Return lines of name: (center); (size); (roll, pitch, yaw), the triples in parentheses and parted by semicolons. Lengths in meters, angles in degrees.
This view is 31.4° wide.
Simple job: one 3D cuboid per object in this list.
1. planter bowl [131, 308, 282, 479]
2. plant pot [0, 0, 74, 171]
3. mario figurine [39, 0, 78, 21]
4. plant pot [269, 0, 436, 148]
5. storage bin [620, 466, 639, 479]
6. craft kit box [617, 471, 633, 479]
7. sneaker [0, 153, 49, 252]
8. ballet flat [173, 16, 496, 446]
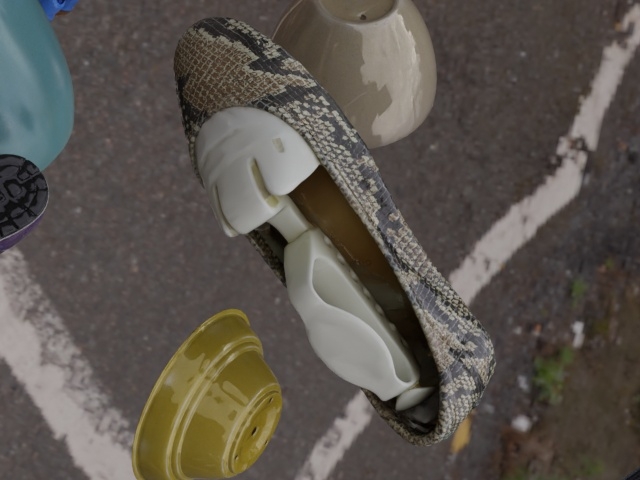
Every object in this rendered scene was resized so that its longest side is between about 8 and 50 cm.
planter bowl: (-0.104, 0.191, 1.245); (0.217, 0.090, 0.217); (-49, 154, -34)
plant pot: (-0.447, -0.193, 1.428); (0.293, 0.293, 0.235); (-55, 133, -30)
mario figurine: (-0.330, -0.461, 1.675); (0.170, 0.320, 0.198); (35, 36, -42)
plant pot: (0.051, -0.309, 1.766); (0.284, 0.284, 0.191); (-53, 162, -32)
storage bin: (0.233, 0.188, 0.654); (0.180, 0.122, 0.084); (-39, 132, 12)
craft kit box: (0.541, 0.313, 1.512); (0.061, 0.249, 0.246); (63, -3, -4)
sneaker: (-0.418, 0.018, 1.208); (0.283, 0.107, 0.124); (-27, 171, -20)
ballet flat: (0.000, 0.000, 1.107); (0.483, 0.164, 0.182); (53, 33, -9)
